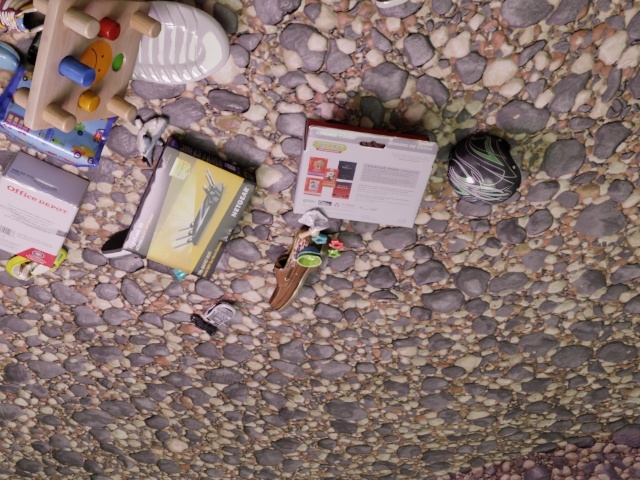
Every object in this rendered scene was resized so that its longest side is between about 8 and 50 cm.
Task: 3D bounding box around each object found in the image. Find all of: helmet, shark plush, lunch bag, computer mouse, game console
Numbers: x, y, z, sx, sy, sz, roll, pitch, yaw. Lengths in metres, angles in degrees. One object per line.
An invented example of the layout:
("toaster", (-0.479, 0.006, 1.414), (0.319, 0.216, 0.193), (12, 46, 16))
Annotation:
("helmet", (0.392, -0.163, 1.556), (0.169, 0.162, 0.170), (1, 135, 1))
("shark plush", (-0.414, -0.234, 1.596), (0.067, 0.073, 0.161), (-14, 136, -28))
("lunch bag", (-0.640, -0.250, 1.495), (0.220, 0.138, 0.293), (26, 161, -31))
("computer mouse", (-0.333, 0.241, 2.072), (0.106, 0.042, 0.193), (37, 131, -24))
("game console", (-0.581, -0.416, 1.448), (0.122, 0.071, 0.107), (27, 160, -22))

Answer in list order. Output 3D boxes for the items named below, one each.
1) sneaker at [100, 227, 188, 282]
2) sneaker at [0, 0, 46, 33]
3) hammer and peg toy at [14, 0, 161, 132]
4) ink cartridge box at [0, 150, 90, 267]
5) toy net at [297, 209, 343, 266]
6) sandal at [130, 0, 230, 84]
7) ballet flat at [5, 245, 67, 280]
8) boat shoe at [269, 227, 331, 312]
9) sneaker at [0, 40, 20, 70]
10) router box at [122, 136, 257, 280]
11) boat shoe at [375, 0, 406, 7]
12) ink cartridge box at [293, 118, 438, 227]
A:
("sneaker", (-0.454, 0.042, 1.828), (0.295, 0.124, 0.179), (-13, 123, 13))
("sneaker", (-0.632, -0.470, 1.346), (0.185, 0.084, 0.070), (-6, 134, 8))
("hammer and peg toy", (-0.422, -0.384, 1.200), (0.127, 0.266, 0.362), (31, 116, 11))
("ink cartridge box", (-0.759, -0.078, 1.718), (0.196, 0.114, 0.273), (25, 131, -20))
("toy net", (0.000, 0.000, 1.667), (0.121, 0.045, 0.232), (4, 151, 1))
("sandal", (-0.392, -0.422, 1.381), (0.415, 0.102, 0.170), (-2, 118, 8))
("ballet flat", (-0.847, 0.076, 1.900), (0.230, 0.077, 0.077), (-19, 132, 20))
("boat shoe", (-0.086, 0.079, 1.863), (0.104, 0.111, 0.307), (24, 121, -17))
("sneaker", (-0.746, -0.407, 1.420), (0.162, 0.073, 0.063), (18, 132, -15))
("router box", (-0.336, -0.076, 1.659), (0.242, 0.081, 0.309), (22, 111, -19))
("boat shoe", (0.205, -0.527, 1.259), (0.227, 0.081, 0.069), (-15, 137, 19))
("ink cartridge box", (0.104, -0.184, 1.567), (0.309, 0.130, 0.272), (7, 135, -6))
